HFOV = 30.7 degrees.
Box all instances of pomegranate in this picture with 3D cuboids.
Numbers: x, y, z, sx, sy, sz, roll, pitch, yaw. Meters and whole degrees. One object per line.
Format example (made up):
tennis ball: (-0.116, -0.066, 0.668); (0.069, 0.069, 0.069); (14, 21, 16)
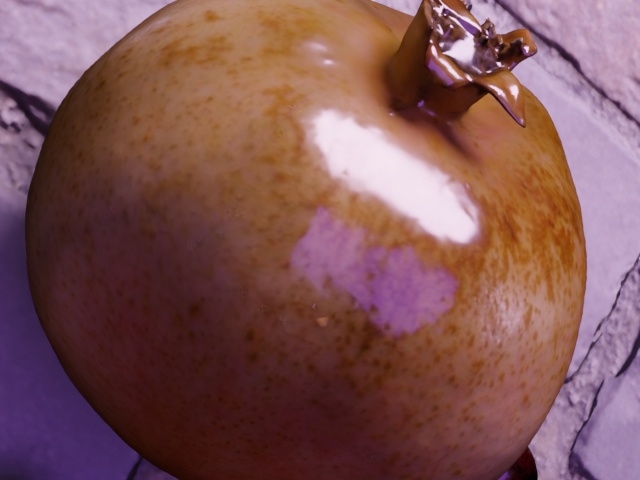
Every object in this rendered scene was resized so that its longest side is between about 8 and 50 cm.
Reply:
pomegranate: (0.000, 0.000, 0.621); (0.319, 0.319, 0.319); (-3, 96, -26)

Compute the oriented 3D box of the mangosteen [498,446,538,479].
mangosteen: (0.116, 0.164, 0.827); (0.081, 0.081, 0.081); (-3, 96, -26)
